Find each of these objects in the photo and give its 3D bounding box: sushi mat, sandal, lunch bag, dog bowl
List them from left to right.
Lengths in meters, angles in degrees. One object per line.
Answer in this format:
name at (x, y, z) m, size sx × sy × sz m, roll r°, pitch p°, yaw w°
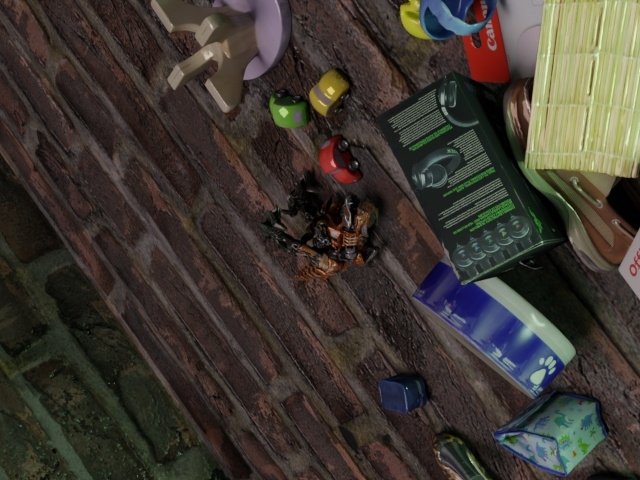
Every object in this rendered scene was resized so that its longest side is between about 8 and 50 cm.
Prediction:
lunch bag at (0.178, 0.317, 2.110) m, size 0.098 × 0.065 × 0.067 m, roll 5°, pitch 106°, yaw 53°
sandal at (0.187, -0.408, 1.373) m, size 0.138 × 0.126 × 0.317 m, roll -131°, pitch 28°, yaw -50°
dog bowl at (0.280, 0.136, 1.655) m, size 0.265 × 0.104 × 0.265 m, roll 41°, pitch 178°, yaw 2°
lunch bag at (0.396, 0.325, 1.760) m, size 0.151 × 0.129 × 0.096 m, roll 6°, pitch 121°, yaw 54°
sushi mat at (0.353, -0.235, 1.295) m, size 0.152 × 0.019 × 0.316 m, roll 9°, pitch 112°, yaw 15°

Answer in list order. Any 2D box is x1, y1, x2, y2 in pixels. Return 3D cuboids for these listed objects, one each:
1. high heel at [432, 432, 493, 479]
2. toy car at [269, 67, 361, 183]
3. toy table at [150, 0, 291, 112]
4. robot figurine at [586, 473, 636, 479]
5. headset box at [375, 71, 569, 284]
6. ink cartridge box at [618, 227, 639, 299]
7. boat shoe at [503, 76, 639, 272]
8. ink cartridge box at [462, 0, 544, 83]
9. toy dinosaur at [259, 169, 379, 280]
high heel at (0.320, 0.516, 2.107) m, size 0.261 × 0.093 × 0.186 m, roll 62°, pitch 173°, yaw -31°
toy car at (-0.027, -0.227, 1.919) m, size 0.225 × 0.053 × 0.239 m, roll 26°, pitch 136°, yaw 40°
toy table at (-0.185, -0.379, 1.903) m, size 0.252 × 0.161 × 0.274 m, roll 50°, pitch 148°, yaw 12°
robot figurine at (0.504, 0.536, 1.755) m, size 0.209 × 0.174 × 0.278 m, roll 58°, pitch 149°, yaw -7°
headset box at (0.232, -0.076, 1.457) m, size 0.131 × 0.246 × 0.283 m, roll -30°, pitch 79°, yaw 21°
ink cartridge box at (0.522, 0.061, 1.285) m, size 0.197 × 0.114 × 0.272 m, roll 100°, pitch 152°, yaw -47°
boat shoe at (0.372, -0.101, 1.422) m, size 0.116 × 0.123 × 0.324 m, roll -20°, pitch 118°, yaw 40°
ink cartridge box at (0.274, -0.299, 1.452) m, size 0.232 × 0.066 × 0.189 m, roll 9°, pitch 125°, yaw 45°
toy dinosaur at (0.000, 0.000, 2.007) m, size 0.218 × 0.164 × 0.322 m, roll 37°, pitch 124°, yaw 3°
